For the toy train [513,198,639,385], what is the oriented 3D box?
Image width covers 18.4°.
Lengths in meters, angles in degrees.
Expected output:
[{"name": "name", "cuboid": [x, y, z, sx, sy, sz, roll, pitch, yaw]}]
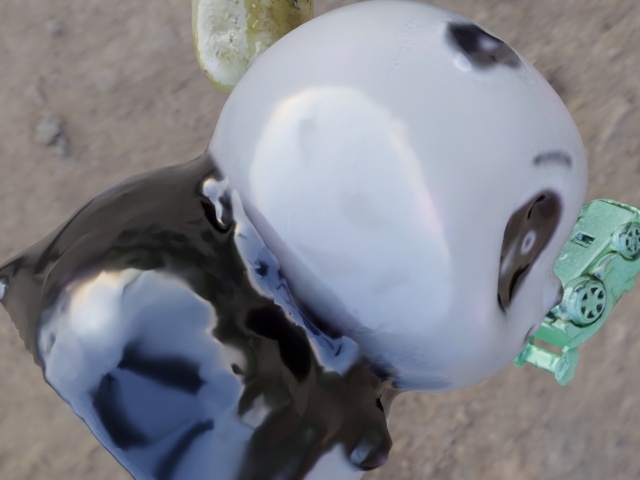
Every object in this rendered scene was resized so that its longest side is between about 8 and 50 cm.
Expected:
[{"name": "toy train", "cuboid": [0.212, 0.035, 1.623, 0.099, 0.149, 0.081, 20, 150, 50]}]

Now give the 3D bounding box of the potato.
[{"name": "potato", "cuboid": [-0.054, -0.191, 1.611, 0.080, 0.107, 0.171, -27, 55, 61]}]

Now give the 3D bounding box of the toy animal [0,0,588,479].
[{"name": "toy animal", "cuboid": [0.002, 0.008, 0.811, 0.235, 0.187, 0.165, -38, 86, 0]}]
